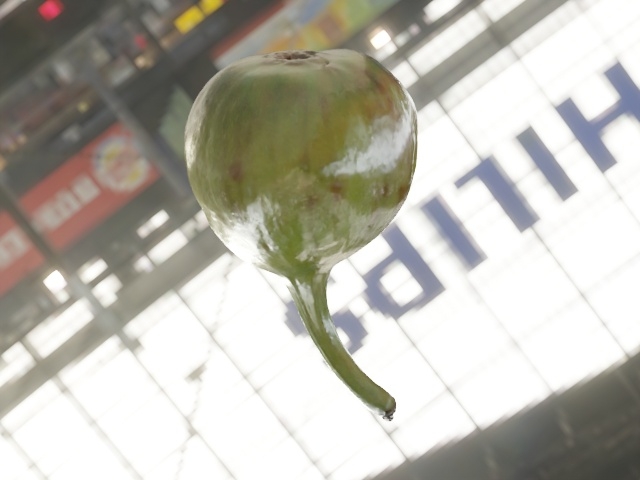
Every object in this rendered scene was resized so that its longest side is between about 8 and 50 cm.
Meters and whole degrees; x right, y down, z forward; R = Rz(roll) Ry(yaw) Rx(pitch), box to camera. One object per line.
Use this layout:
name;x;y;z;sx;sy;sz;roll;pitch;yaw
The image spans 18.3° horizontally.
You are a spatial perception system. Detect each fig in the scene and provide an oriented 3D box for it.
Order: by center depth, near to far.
fig;0.000;0.000;1.250;0.149;0.245;0.149;-9;-162;3
